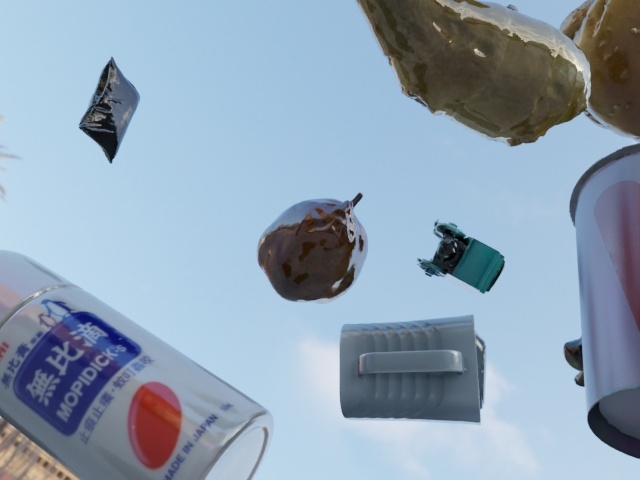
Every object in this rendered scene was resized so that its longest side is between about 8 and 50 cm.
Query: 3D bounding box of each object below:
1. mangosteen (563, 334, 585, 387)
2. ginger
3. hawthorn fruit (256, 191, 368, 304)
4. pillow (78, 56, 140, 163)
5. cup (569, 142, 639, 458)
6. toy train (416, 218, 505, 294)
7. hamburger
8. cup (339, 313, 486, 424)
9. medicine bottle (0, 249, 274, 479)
[{"bbox_3d":[0.583,0.222,1.255,0.184,0.172,0.172,-26,-66,13],"label":"mangosteen"},{"bbox_3d":[0.061,-0.261,0.506,0.349,0.122,0.362,-1,-77,-14],"label":"ginger"},{"bbox_3d":[0.000,0.000,1.214,0.208,0.208,0.248,34,-59,-2],"label":"hawthorn fruit"},{"bbox_3d":[-0.334,-0.209,1.015,0.048,0.150,0.090,-7,-33,31],"label":"pillow"},{"bbox_3d":[0.349,0.062,0.640,0.203,0.288,0.203,14,-39,12],"label":"cup"},{"bbox_3d":[0.271,0.039,1.227,0.155,0.107,0.198,28,-2,10],"label":"toy train"},{"bbox_3d":[0.512,-0.300,0.950,0.314,0.170,0.289,32,-74,-28],"label":"hamburger"},{"bbox_3d":[0.084,0.117,0.568,0.130,0.095,0.128,-5,-18,13],"label":"cup"},{"bbox_3d":[-0.213,0.119,0.561,0.341,0.130,0.130,28,-44,21],"label":"medicine bottle"}]
